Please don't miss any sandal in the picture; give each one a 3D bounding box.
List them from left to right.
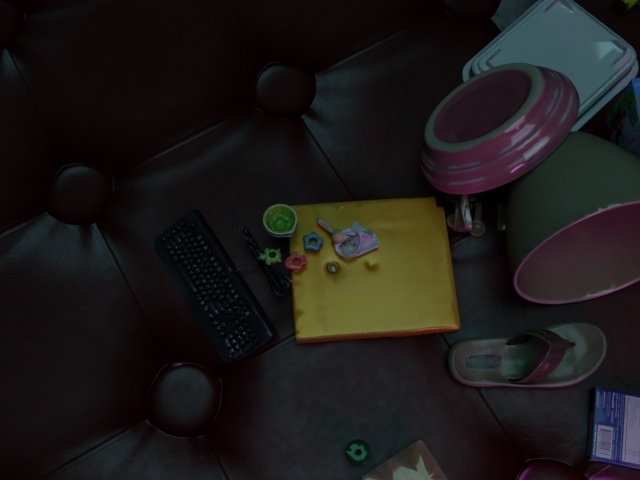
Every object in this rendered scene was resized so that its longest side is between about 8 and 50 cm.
[{"bbox_3d":[0.395,0.221,1.379,0.303,0.086,0.120,-8,70,-2],"label":"sandal"}]

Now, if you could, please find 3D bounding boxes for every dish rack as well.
[{"bbox_3d":[0.512,-0.390,1.608,0.333,0.072,0.285,-42,75,-12],"label":"dish rack"}]

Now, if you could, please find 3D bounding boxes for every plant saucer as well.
[{"bbox_3d":[0.332,-0.235,1.433,0.332,0.084,0.332,-28,33,20],"label":"plant saucer"}]

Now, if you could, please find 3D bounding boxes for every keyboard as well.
[{"bbox_3d":[-0.185,0.070,1.454,0.202,0.033,0.317,-36,73,2],"label":"keyboard"}]

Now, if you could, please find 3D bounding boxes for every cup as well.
[{"bbox_3d":[0.485,-0.064,1.377,0.331,0.331,0.236,-12,57,-3],"label":"cup"}]

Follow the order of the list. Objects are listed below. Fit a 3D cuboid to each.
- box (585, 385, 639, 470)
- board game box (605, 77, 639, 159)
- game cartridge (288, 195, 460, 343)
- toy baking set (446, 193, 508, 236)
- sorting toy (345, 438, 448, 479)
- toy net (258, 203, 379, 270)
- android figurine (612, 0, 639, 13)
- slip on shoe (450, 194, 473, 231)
[{"bbox_3d":[0.612,0.359,1.351,0.225,0.036,0.136,10,71,6],"label":"box"},{"bbox_3d":[0.639,-0.197,1.487,0.039,0.160,0.211,-3,70,1],"label":"board game box"},{"bbox_3d":[0.101,0.056,1.468,0.324,0.052,0.285,-3,70,-3],"label":"game cartridge"},{"bbox_3d":[0.332,-0.122,1.534,0.197,0.030,0.256,-20,71,-6],"label":"toy baking set"},{"bbox_3d":[0.167,0.459,1.318,0.132,0.046,0.274,-31,72,-10],"label":"sorting toy"},{"bbox_3d":[0.000,0.000,1.431,0.232,0.045,0.122,6,63,1],"label":"toy net"},{"bbox_3d":[0.750,-0.646,1.702,0.273,0.056,0.248,-43,75,-13],"label":"android figurine"},{"bbox_3d":[0.284,-0.083,1.494,0.041,0.051,0.135,-8,84,15],"label":"slip on shoe"}]
